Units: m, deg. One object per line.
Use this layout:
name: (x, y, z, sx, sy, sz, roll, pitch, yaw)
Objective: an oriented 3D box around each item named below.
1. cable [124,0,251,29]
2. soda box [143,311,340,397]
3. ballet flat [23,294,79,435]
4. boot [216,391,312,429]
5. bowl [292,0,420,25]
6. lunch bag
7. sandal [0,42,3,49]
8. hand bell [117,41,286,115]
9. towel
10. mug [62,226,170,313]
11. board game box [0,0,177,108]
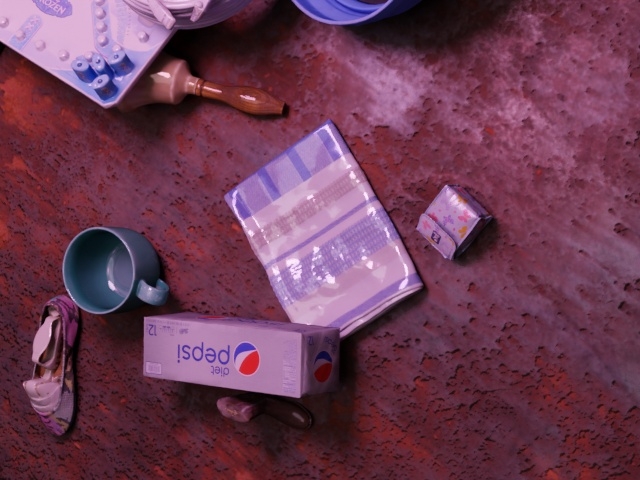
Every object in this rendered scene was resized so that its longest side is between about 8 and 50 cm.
cable: (-0.179, -0.417, 1.753, 0.257, 0.089, 0.257, -46, 67, -7)
soda box: (-0.114, 0.158, 1.794, 0.286, 0.098, 0.091, 3, 93, 34)
ballet flat: (-0.420, 0.195, 1.974, 0.077, 0.079, 0.221, 7, 93, 25)
boot: (-0.079, 0.244, 1.790, 0.106, 0.114, 0.037, 22, 99, 24)
bowl: (0.060, -0.476, 1.667, 0.391, 0.077, 0.391, 8, 99, 53)
lunch bag: (0.175, -0.023, 1.707, 0.071, 0.053, 0.083, 48, 117, 20)
sandal: (-0.537, -0.437, 2.019, 0.167, 0.107, 0.446, 41, 105, 19)
hand bell: (-0.166, -0.220, 1.856, 0.242, 0.126, 0.126, 15, 96, 14)
towel: (0.000, 0.000, 1.801, 0.209, 0.034, 0.285, -33, 76, 21)
mug: (-0.299, 0.055, 1.907, 0.129, 0.097, 0.157, -37, 75, 20)
board game box: (-0.338, -0.439, 1.870, 0.390, 0.050, 0.390, 33, 80, 21)
